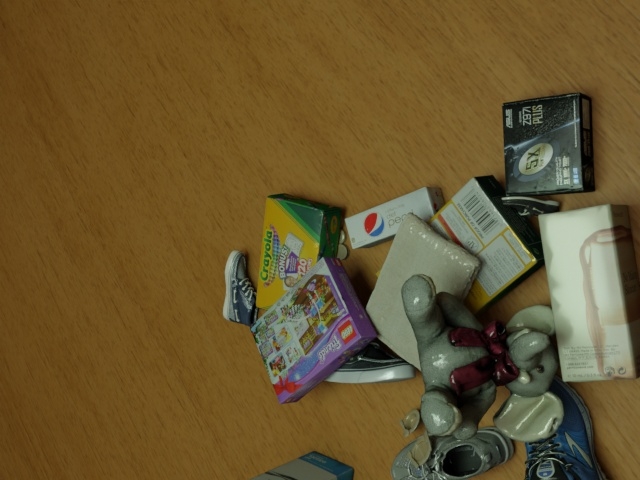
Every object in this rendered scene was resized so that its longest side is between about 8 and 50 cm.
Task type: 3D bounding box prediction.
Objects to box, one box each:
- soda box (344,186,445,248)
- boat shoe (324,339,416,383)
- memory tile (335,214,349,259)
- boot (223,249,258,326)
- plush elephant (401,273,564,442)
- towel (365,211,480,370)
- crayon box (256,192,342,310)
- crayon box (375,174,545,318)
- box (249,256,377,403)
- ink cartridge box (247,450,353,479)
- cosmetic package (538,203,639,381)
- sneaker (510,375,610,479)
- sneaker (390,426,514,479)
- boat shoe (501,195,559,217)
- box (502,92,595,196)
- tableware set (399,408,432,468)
[{"bbox_3d":[0.162,-0.046,1.583,0.216,0.069,0.074,-21,79,34],"label":"soda box"},{"bbox_3d":[0.090,0.259,1.608,0.301,0.108,0.102,-12,76,56],"label":"boat shoe"},{"bbox_3d":[0.000,0.000,1.738,0.148,0.012,0.113,-11,86,36],"label":"memory tile"},{"bbox_3d":[-0.192,0.122,1.859,0.086,0.069,0.190,14,108,28],"label":"boot"},{"bbox_3d":[0.310,0.217,1.311,0.255,0.330,0.272,-12,63,13],"label":"plush elephant"},{"bbox_3d":[0.198,0.108,1.471,0.187,0.049,0.282,38,122,30],"label":"towel"},{"bbox_3d":[-0.053,0.042,1.718,0.165,0.081,0.278,16,108,33],"label":"crayon box"},{"bbox_3d":[0.279,0.048,1.474,0.323,0.083,0.203,-47,66,36],"label":"crayon box"},{"bbox_3d":[-0.024,0.201,1.613,0.293,0.057,0.201,-44,57,33],"label":"box"},{"bbox_3d":[-0.074,0.631,1.637,0.129,0.307,0.223,15,100,35],"label":"ink cartridge box"},{"bbox_3d":[0.488,0.090,1.300,0.129,0.153,0.296,-10,87,34],"label":"cosmetic package"},{"bbox_3d":[0.437,0.389,1.348,0.130,0.147,0.330,-35,65,32],"label":"sneaker"},{"bbox_3d":[0.249,0.448,1.510,0.281,0.115,0.105,-31,74,33],"label":"sneaker"},{"bbox_3d":[0.395,-0.061,1.383,0.046,0.125,0.038,10,94,64],"label":"boat shoe"},{"bbox_3d":[0.427,-0.175,1.377,0.147,0.077,0.180,-1,91,37],"label":"box"},{"bbox_3d":[0.224,0.380,1.528,0.169,0.020,0.141,-53,20,18],"label":"tableware set"}]
